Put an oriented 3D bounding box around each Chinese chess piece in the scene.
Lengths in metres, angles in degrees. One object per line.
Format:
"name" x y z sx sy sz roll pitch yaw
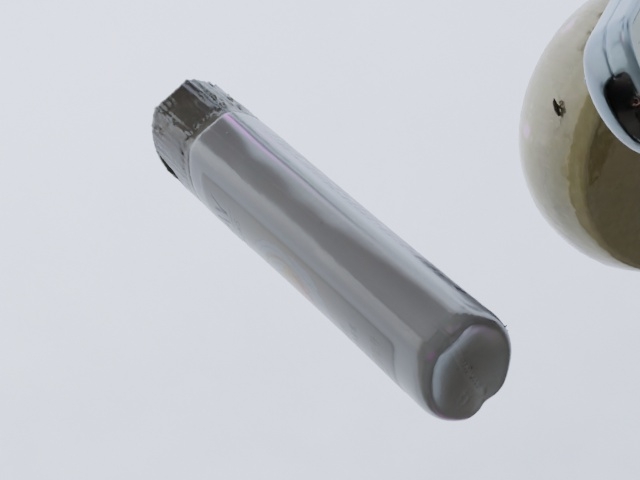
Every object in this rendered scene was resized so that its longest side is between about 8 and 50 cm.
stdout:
"Chinese chess piece" 0.300 -0.103 1.112 0.273 0.102 0.273 -12 -62 -24

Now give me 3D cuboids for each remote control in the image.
"remote control" 0.215 -0.129 0.791 0.047 0.244 0.087 -24 -72 36

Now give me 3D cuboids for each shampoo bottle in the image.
"shampoo bottle" 0.000 0.000 0.658 0.056 0.227 0.086 -43 -33 -8
